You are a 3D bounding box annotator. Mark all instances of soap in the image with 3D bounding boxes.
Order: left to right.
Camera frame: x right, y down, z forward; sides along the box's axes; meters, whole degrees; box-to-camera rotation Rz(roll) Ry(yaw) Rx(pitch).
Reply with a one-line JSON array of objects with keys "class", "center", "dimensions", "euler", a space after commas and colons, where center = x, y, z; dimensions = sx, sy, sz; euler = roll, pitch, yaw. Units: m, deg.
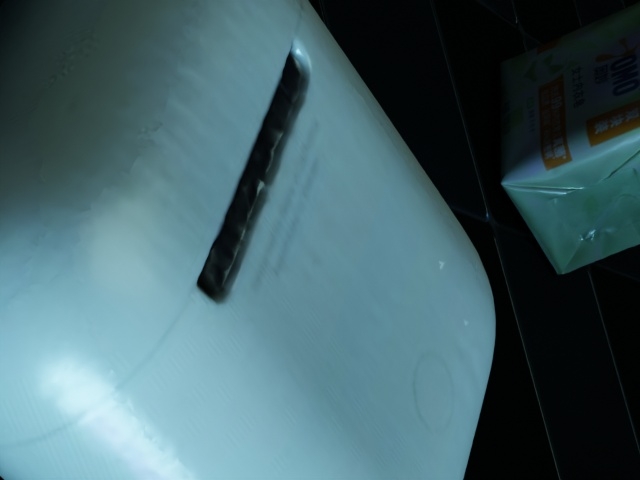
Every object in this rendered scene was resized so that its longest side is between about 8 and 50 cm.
[{"class": "soap", "center": [0.270, -0.099, 1.579], "dimensions": [0.138, 0.182, 0.199], "euler": [52, 28, -34]}]

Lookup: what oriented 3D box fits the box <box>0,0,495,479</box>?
[{"class": "box", "center": [-0.043, 0.030, 0.818], "dimensions": [0.349, 0.141, 0.288], "euler": [52, 43, -35]}]
